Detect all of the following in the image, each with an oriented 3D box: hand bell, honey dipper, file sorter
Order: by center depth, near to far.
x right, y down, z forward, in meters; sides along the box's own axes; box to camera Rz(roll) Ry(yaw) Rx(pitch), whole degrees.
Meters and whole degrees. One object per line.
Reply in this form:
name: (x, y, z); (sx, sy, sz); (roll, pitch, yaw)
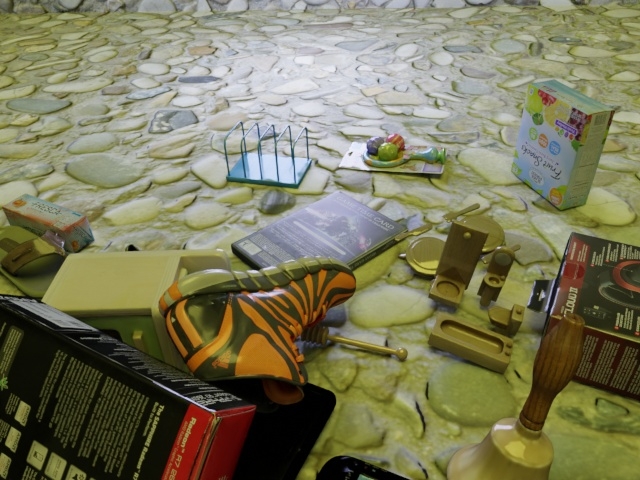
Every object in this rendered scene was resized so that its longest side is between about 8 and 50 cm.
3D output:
hand bell: (0.226, 0.180, 0.578); (0.126, 0.242, 0.126); (8, 27, -4)
honey dipper: (0.051, 0.152, 0.824); (0.161, 0.030, 0.030); (9, 38, 12)
file sorter: (-0.119, -0.200, 1.244); (0.170, 0.104, 0.118); (7, 37, 13)

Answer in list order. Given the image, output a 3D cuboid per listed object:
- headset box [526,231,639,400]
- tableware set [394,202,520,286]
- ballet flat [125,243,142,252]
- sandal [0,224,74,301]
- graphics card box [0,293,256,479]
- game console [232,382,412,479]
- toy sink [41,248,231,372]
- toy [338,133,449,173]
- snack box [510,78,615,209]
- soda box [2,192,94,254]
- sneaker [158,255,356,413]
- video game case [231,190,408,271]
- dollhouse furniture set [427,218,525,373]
headset box: (0.453, 0.111, 0.786); (0.293, 0.110, 0.218); (15, 40, 22)
tableware set: (0.240, 0.015, 0.991); (0.194, 0.039, 0.128); (-22, 52, -15)
ballet flat: (-0.309, 0.069, 0.939); (0.057, 0.049, 0.173); (-21, 40, -22)
sandal: (-0.511, 0.025, 0.978); (0.303, 0.086, 0.120); (17, 41, 25)
graphics card box: (-0.270, 0.220, 0.594); (0.371, 0.232, 0.094); (17, -3, 24)
game console: (0.017, 0.279, 0.643); (0.361, 0.044, 0.213); (15, 40, 21)
toy sink: (-0.248, 0.113, 0.792); (0.234, 0.152, 0.131); (-1, 37, 0)
toy: (0.174, -0.212, 1.284); (0.237, 0.056, 0.137); (9, 37, 15)
snack box: (0.479, -0.194, 1.114); (0.070, 0.207, 0.174); (-13, 37, -14)
soda box: (-0.533, -0.034, 1.079); (0.183, 0.063, 0.058); (18, 41, 24)
sneaker: (-0.047, 0.128, 0.740); (0.321, 0.124, 0.180); (-7, 56, -42)
video game case: (0.000, 0.000, 1.035); (0.274, 0.026, 0.196); (-28, 44, -32)
dollhouse furniture set: (0.233, 0.079, 0.815); (0.144, 0.123, 0.151); (20, 42, 15)
